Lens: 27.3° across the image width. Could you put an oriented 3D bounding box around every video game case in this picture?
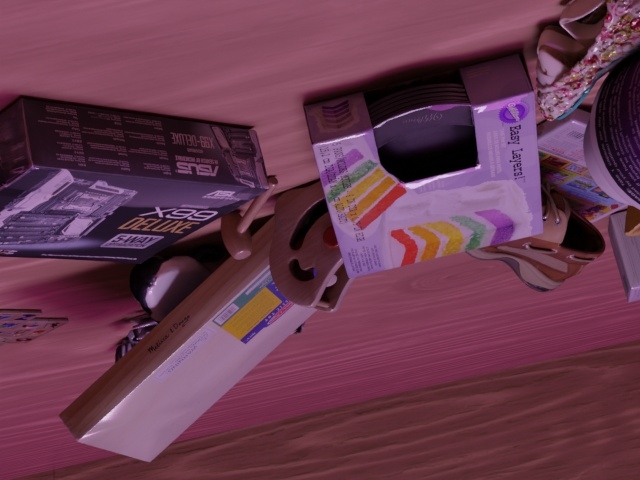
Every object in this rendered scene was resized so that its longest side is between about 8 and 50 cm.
[{"bbox_3d":[0.344,-0.095,1.732,0.227,0.026,0.206,16,152,-29],"label":"video game case"}]

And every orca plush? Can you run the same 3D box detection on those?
[{"bbox_3d":[-0.197,0.056,1.902,0.287,0.102,0.151,-8,123,-57],"label":"orca plush"}]

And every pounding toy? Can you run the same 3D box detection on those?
[{"bbox_3d":[0.000,0.000,1.656,0.269,0.154,0.155,-19,164,21],"label":"pounding toy"}]

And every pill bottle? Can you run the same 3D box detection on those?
[{"bbox_3d":[0.380,-0.123,1.274,0.181,0.182,0.323,-8,174,-16],"label":"pill bottle"}]

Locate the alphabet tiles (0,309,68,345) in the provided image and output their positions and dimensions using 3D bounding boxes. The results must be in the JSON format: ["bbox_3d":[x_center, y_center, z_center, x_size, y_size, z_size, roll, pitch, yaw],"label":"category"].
[{"bbox_3d":[-0.514,0.138,2.016,0.198,0.009,0.237,-25,161,38],"label":"alphabet tiles"}]

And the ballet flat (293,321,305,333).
[{"bbox_3d":[-0.072,0.118,2.173,0.076,0.079,0.221,-16,164,17],"label":"ballet flat"}]

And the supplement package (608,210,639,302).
[{"bbox_3d":[0.620,0.002,2.213,0.244,0.134,0.139,-15,165,8],"label":"supplement package"}]

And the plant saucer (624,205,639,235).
[{"bbox_3d":[0.550,-0.144,1.588,0.332,0.081,0.333,-11,156,-40],"label":"plant saucer"}]

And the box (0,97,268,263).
[{"bbox_3d":[-0.247,-0.054,1.403,0.242,0.077,0.307,-26,160,40],"label":"box"}]

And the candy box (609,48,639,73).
[{"bbox_3d":[0.391,-0.188,1.494,0.109,0.053,0.186,-19,165,18],"label":"candy box"}]

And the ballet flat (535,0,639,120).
[{"bbox_3d":[0.265,-0.202,1.322,0.077,0.091,0.241,23,150,-12],"label":"ballet flat"}]

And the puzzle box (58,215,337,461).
[{"bbox_3d":[-0.158,0.150,1.887,0.409,0.052,0.272,-42,158,0],"label":"puzzle box"}]

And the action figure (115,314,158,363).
[{"bbox_3d":[-0.256,0.180,2.220,0.185,0.099,0.285,4,156,-22],"label":"action figure"}]

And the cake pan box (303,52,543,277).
[{"bbox_3d":[0.122,-0.080,1.480,0.245,0.070,0.267,-14,142,0],"label":"cake pan box"}]

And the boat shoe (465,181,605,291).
[{"bbox_3d":[0.263,-0.034,1.715,0.120,0.123,0.324,-26,149,29],"label":"boat shoe"}]
